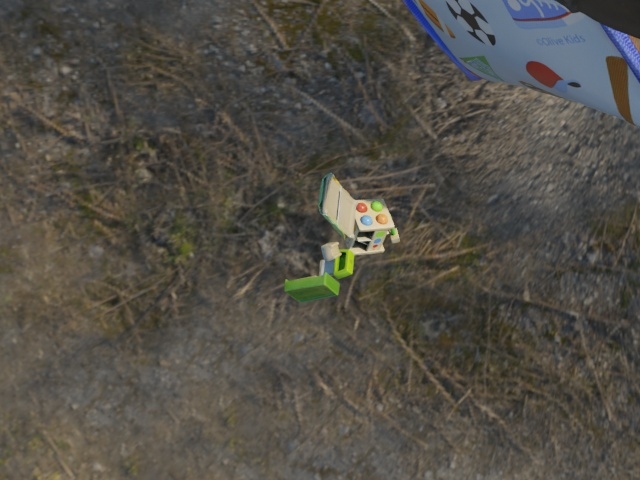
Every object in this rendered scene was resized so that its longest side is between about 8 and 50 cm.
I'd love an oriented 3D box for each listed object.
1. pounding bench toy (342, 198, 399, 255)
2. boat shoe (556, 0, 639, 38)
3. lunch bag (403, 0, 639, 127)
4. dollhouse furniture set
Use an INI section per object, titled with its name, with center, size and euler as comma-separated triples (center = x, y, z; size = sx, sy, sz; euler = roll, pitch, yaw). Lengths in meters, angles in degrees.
[pounding bench toy]
center = 0.078, -0.022, 1.180
size = 0.065, 0.083, 0.052
euler = 110, 148, -48
[boat shoe]
center = 0.159, -0.284, 0.223
size = 0.156, 0.187, 0.500
euler = 21, 120, 24
[lunch bag]
center = 0.117, -0.270, 0.552
size = 0.239, 0.328, 0.385
euler = -45, 116, 0
[dollhouse furniture set]
center = 0.000, 0.000, 1.058
size = 0.058, 0.076, 0.152
euler = -11, 58, 30
